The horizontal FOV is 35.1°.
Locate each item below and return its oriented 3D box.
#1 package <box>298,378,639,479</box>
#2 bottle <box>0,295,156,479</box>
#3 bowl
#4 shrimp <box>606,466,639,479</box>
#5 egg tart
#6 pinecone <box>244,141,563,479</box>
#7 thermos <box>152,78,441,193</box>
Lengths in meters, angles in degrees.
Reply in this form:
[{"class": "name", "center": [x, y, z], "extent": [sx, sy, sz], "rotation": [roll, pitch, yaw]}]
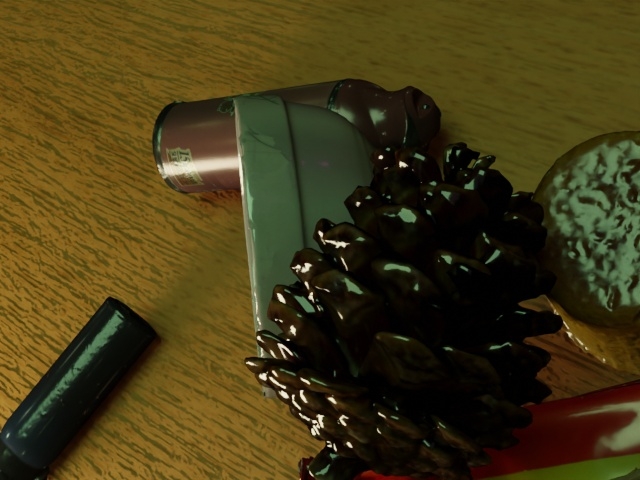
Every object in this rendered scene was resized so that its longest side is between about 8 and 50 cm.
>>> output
[{"class": "package", "center": [0.186, 0.229, 0.800], "extent": [0.423, 0.123, 0.196], "rotation": [-18, 55, 23]}, {"class": "bottle", "center": [-0.286, 0.180, 1.146], "extent": [0.244, 0.082, 0.072], "rotation": [-50, 7, -2]}, {"class": "bowl", "center": [0.000, 0.000, 0.960], "extent": [0.143, 0.287, 0.287], "rotation": [-6, 58, -4]}, {"class": "shrimp", "center": [0.205, 0.234, 0.678], "extent": [0.294, 0.062, 0.154], "rotation": [-38, 69, 14]}, {"class": "egg tart", "center": [0.268, 0.006, 0.842], "extent": [0.215, 0.170, 0.215], "rotation": [-6, 78, 31]}, {"class": "pinecone", "center": [0.073, 0.061, 0.749], "extent": [0.224, 0.224, 0.273], "rotation": [17, 68, 36]}, {"class": "thermos", "center": [-0.016, -0.118, 1.129], "extent": [0.330, 0.136, 0.110], "rotation": [-3, 92, 30]}]
